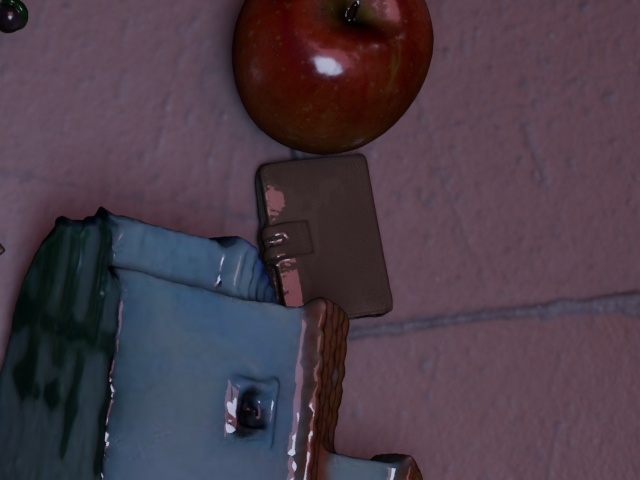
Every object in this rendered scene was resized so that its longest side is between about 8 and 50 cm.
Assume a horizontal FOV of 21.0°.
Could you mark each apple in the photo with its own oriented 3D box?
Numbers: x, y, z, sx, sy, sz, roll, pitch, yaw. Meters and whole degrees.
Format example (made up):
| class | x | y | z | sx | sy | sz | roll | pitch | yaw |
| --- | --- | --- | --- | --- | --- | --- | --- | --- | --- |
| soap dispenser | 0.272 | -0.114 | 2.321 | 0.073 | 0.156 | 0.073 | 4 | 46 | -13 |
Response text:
| class | x | y | z | sx | sy | sz | roll | pitch | yaw |
| --- | --- | --- | --- | --- | --- | --- | --- | --- | --- |
| apple | 0.009 | -0.169 | 1.516 | 0.181 | 0.168 | 0.181 | 3 | 78 | -14 |

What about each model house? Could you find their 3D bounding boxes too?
| class | x | y | z | sx | sy | sz | roll | pitch | yaw |
| --- | --- | --- | --- | --- | --- | --- | --- | --- | --- |
| model house | -0.076 | 0.151 | 1.420 | 0.329 | 0.252 | 0.294 | 10 | 78 | -25 |

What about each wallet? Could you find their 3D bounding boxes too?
| class | x | y | z | sx | sy | sz | roll | pitch | yaw |
| --- | --- | --- | --- | --- | --- | --- | --- | --- | --- |
| wallet | 0.000 | 0.000 | 1.560 | 0.118 | 0.039 | 0.152 | -4 | 81 | -22 |

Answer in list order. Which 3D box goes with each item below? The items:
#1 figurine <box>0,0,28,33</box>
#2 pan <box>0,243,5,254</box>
| class | x | y | z | sx | sy | sz | roll | pitch | yaw |
| --- | --- | --- | --- | --- | --- | --- | --- | --- | --- |
| figurine | -0.311 | -0.196 | 1.416 | 0.147 | 0.093 | 0.197 | 13 | 51 | -20 |
| pan | -0.353 | -0.065 | 1.437 | 0.128 | 0.048 | 0.202 | -15 | 86 | -19 |
